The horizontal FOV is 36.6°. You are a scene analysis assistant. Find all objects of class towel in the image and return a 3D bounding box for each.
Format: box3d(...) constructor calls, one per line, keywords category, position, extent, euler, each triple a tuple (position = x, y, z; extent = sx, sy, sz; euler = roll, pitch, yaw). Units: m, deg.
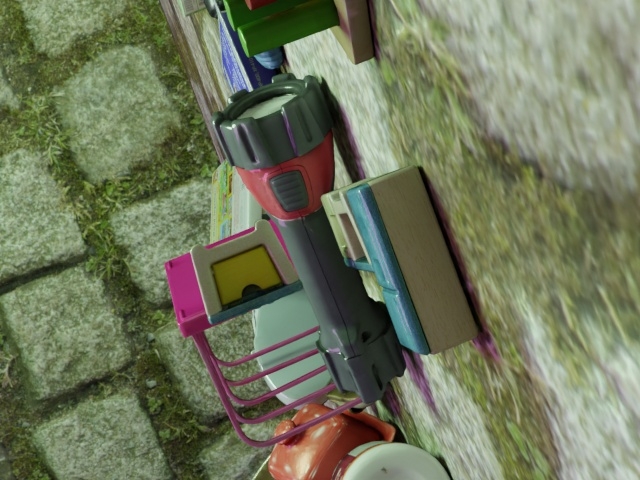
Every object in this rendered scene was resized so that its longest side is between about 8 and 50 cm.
box3d(category="towel", position=(-0.070, -0.234, 0.975), extent=(0.067, 0.029, 0.119), euler=(-125, 16, -60))

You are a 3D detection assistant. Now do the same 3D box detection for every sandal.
box3d(category="sandal", position=(0.053, 0.192, 1.225), extent=(0.049, 0.072, 0.180), euler=(48, 171, -7))

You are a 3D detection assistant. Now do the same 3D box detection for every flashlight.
box3d(category="flashlight", position=(0.000, 0.000, 0.901), extent=(0.103, 0.103, 0.304), euler=(15, 136, 48))

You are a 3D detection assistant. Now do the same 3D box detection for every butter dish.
box3d(category="butter dish", position=(-0.009, 0.270, 1.240), extent=(0.118, 0.160, 0.160), euler=(38, 167, -24))

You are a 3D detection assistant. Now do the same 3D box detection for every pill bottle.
box3d(category="pill bottle", position=(0.072, 0.284, 1.072), extent=(0.221, 0.121, 0.121), euler=(107, 141, -78))

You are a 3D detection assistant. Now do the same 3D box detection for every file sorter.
box3d(category="file sorter", position=(-0.060, 0.101, 1.209), extent=(0.290, 0.202, 0.182), euler=(-135, 23, -73))

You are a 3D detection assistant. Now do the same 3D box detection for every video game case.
box3d(category="video game case", position=(-0.133, -0.028, 1.502), extent=(0.206, 0.026, 0.227), euler=(148, 125, -64))

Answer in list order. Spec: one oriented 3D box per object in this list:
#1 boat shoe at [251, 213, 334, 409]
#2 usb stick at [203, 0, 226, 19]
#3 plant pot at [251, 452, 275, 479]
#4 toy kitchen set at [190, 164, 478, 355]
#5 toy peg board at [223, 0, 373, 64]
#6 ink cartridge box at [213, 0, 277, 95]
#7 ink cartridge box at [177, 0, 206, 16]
box3d(category="boat shoe", position=(-0.050, 0.134, 1.500), extent=(0.156, 0.135, 0.367), euler=(77, 172, -47))
box3d(category="usb stick", position=(-0.151, -0.383, 1.088), extent=(0.077, 0.045, 0.278), euler=(-111, 0, -82))
box3d(category="plant pot", position=(0.034, 0.412, 1.341), extent=(0.191, 0.284, 0.284), euler=(38, -174, -24))
box3d(category="toy kitchen set", position=(-0.005, 0.035, 0.720), extent=(0.207, 0.166, 0.122), euler=(-177, 65, -83))
box3d(category="toy peg board", position=(-0.040, -0.208, 0.617), extent=(0.161, 0.079, 0.161), euler=(77, 169, -50))
box3d(category="ink cartridge box", position=(-0.062, -0.152, 1.097), extent=(0.208, 0.045, 0.206), euler=(99, 149, -79))
box3d(category="ink cartridge box", position=(-0.221, -0.459, 1.358), extent=(0.171, 0.056, 0.235), euler=(88, 158, -72))
